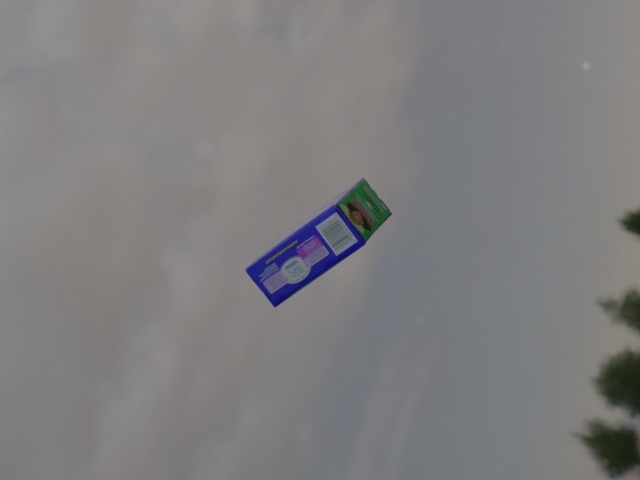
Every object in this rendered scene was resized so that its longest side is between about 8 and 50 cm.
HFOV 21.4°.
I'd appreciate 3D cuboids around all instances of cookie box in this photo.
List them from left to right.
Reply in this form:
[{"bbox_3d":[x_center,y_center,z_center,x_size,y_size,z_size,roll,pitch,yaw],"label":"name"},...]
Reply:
[{"bbox_3d":[0.000,0.000,1.306,0.092,0.040,0.107,-35,4,19],"label":"cookie box"}]
